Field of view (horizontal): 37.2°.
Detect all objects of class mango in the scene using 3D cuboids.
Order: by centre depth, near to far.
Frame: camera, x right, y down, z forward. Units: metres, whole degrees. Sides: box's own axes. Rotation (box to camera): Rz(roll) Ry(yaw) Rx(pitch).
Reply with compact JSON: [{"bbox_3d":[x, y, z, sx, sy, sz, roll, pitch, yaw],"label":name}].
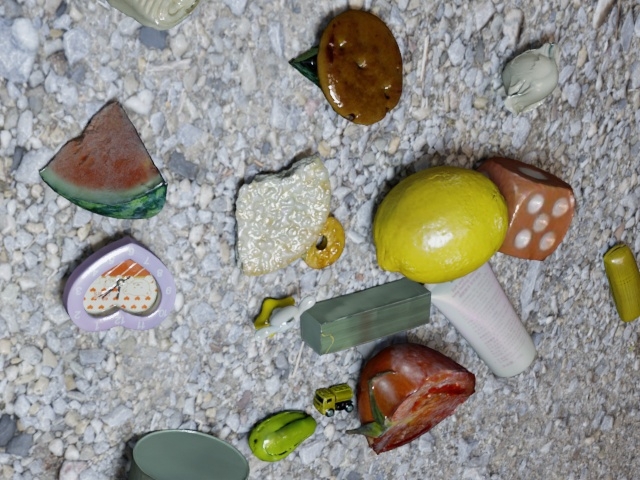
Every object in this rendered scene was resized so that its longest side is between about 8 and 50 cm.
[{"bbox_3d":[-0.080,0.409,2.000,0.165,0.074,0.091,-14,112,-39],"label":"mango"}]

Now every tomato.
[{"bbox_3d":[0.187,0.312,2.058,0.309,0.170,0.309,-28,154,-15],"label":"tomato"}]

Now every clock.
[{"bbox_3d":[-0.355,0.073,1.686,0.198,0.064,0.172,0,111,-31],"label":"clock"}]

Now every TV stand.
[{"bbox_3d":[0.095,0.156,1.979,0.269,0.088,0.083,-13,118,-26],"label":"TV stand"}]

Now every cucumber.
[{"bbox_3d":[0.041,-0.296,1.776,0.220,0.046,0.070,34,83,-37],"label":"cucumber"}]

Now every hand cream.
[{"bbox_3d":[0.363,0.164,2.142,0.185,0.118,0.359,-46,121,-14],"label":"hand cream"}]

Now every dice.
[{"bbox_3d":[0.417,-0.067,2.027,0.175,0.174,0.179,3,114,-33],"label":"dice"}]

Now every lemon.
[{"bbox_3d":[0.240,-0.033,1.894,0.263,0.236,0.236,-21,121,-34],"label":"lemon"}]

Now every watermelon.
[{"bbox_3d":[-0.344,-0.115,1.559,0.136,0.207,0.202,-33,111,-46],"label":"watermelon"}]

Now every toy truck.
[{"bbox_3d":[0.027,0.343,2.047,0.083,0.049,0.054,-8,114,-29],"label":"toy truck"}]

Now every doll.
[{"bbox_3d":[-0.071,0.144,1.861,0.135,0.113,0.071,-28,105,6],"label":"doll"}]

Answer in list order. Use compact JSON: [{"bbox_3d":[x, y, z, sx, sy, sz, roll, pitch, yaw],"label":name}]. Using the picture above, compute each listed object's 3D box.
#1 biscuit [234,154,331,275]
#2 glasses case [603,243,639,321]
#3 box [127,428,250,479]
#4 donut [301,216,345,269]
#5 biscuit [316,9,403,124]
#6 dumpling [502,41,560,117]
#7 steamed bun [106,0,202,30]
[{"bbox_3d":[-0.082,-0.050,1.792,0.188,0.040,0.265,36,94,-24],"label":"biscuit"},{"bbox_3d":[0.763,0.108,2.377,0.079,0.064,0.234,-31,125,-7],"label":"glasses case"},{"bbox_3d":[-0.262,0.483,1.824,0.226,0.226,0.149,5,108,-33],"label":"box"},{"bbox_3d":[0.000,0.000,1.881,0.097,0.043,0.108,-4,112,-29],"label":"donut"},{"bbox_3d":[0.077,-0.319,1.749,0.212,0.036,0.212,-1,92,-39],"label":"biscuit"},{"bbox_3d":[0.434,-0.325,1.967,0.188,0.108,0.127,-49,154,-21],"label":"dumpling"},{"bbox_3d":[-0.263,-0.439,1.469,0.218,0.144,0.211,32,84,-7],"label":"steamed bun"}]
